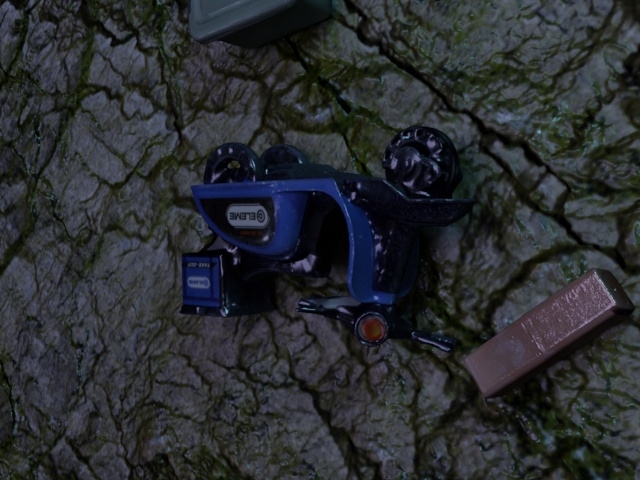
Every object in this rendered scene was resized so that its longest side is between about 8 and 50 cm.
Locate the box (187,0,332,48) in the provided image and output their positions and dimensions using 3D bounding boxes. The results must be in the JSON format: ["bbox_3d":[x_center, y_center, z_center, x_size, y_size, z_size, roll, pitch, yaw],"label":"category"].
[{"bbox_3d":[-0.064,-0.292,0.928,0.172,0.093,0.123,-10,78,38],"label":"box"}]

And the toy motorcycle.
[{"bbox_3d":[0.000,0.000,0.829,0.359,0.125,0.212,0,93,41],"label":"toy motorcycle"}]

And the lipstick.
[{"bbox_3d":[0.195,0.082,0.700,0.145,0.045,0.045,-42,62,28],"label":"lipstick"}]
